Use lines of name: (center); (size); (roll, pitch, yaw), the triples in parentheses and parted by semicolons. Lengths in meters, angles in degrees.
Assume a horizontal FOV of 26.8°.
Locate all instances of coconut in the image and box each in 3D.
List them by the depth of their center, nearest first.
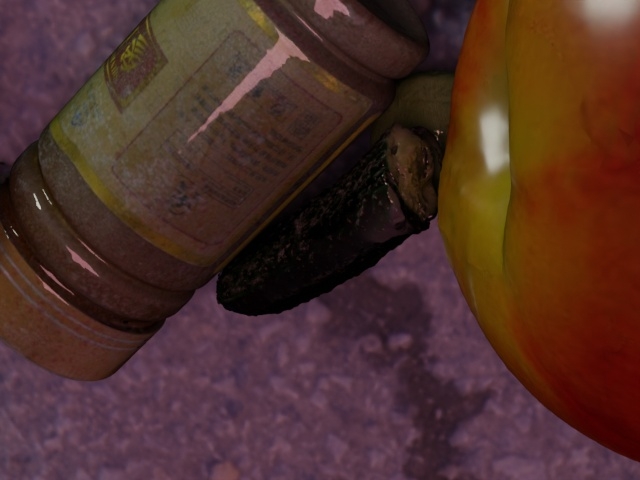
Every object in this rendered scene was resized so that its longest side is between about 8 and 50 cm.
coconut: (0.077, -0.066, 0.896); (0.088, 0.096, 0.088); (-1, 153, 0)

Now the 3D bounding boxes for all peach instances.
peach: (0.260, -0.059, 0.741); (0.388, 0.388, 0.388); (2, 113, 5)

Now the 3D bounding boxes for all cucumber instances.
cucumber: (0.003, 0.001, 0.910); (0.067, 0.067, 0.245); (39, 143, -11)

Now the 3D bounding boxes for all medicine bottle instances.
medicine bottle: (-0.088, -0.063, 0.882); (0.151, 0.151, 0.322); (42, 110, -12)
